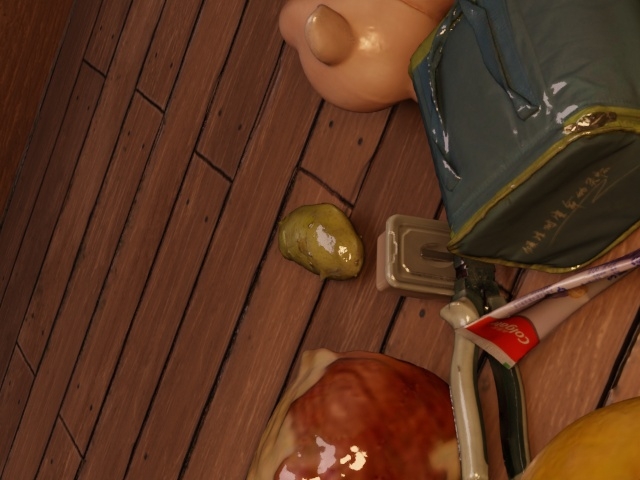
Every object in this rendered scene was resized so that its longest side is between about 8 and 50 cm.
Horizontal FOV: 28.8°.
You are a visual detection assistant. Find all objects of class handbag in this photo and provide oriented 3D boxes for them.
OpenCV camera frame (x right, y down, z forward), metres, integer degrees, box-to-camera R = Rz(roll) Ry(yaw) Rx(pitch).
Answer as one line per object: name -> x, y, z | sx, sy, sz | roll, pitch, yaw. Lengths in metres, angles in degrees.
handbag -> 0.228, -0.128, 1.232 | 0.263, 0.222, 0.241 | -43, 48, 44

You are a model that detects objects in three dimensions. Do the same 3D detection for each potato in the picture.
potato -> 0.000, 0.000, 1.691 | 0.188, 0.085, 0.105 | 4, 102, 63

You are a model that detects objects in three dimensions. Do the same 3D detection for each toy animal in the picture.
toy animal -> 0.096, -0.310, 1.561 | 0.326, 0.237, 0.269 | -44, 31, 38

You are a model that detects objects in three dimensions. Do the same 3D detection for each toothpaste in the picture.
toothpaste -> 0.267, 0.041, 1.218 | 0.301, 0.075, 0.048 | -36, 55, 35

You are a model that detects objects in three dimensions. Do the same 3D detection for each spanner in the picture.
spanner -> 0.173, 0.110, 1.337 | 0.040, 0.096, 0.324 | -36, 49, 49

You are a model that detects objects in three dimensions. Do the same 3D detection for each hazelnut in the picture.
hazelnut -> 0.034, 0.231, 1.367 | 0.241, 0.261, 0.261 | 56, 135, 7

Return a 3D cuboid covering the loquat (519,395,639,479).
loquat -> 0.277, 0.277, 0.912 | 0.359, 0.328, 0.328 | 68, -162, -63

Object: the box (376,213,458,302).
box -> 0.122, 0.025, 1.443 | 0.062, 0.122, 0.089 | 140, 136, -61
